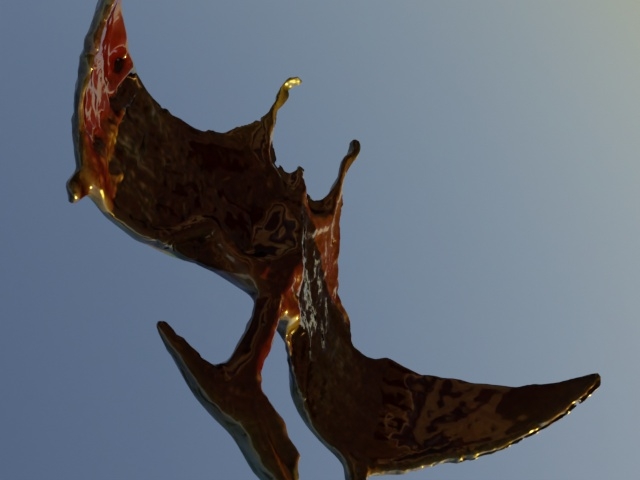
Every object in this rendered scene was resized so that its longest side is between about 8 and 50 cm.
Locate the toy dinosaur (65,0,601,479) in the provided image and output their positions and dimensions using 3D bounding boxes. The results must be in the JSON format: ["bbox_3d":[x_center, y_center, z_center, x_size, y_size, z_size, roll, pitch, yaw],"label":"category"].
[{"bbox_3d":[-0.001,-0.010,0.536,0.327,0.113,0.206,64,-147,-11],"label":"toy dinosaur"}]
